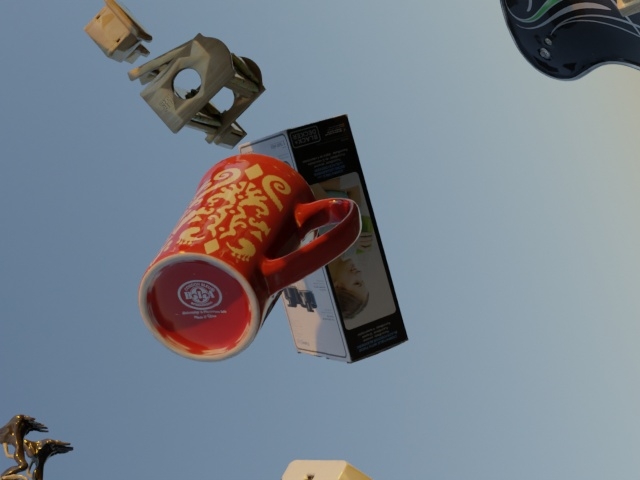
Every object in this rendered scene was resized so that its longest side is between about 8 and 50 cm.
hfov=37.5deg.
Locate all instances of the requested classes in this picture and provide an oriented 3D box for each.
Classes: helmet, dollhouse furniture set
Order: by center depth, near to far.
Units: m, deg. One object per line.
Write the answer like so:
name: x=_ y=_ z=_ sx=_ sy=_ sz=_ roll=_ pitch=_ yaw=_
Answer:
helmet: x=0.228 y=-0.198 z=0.684 sx=0.169 sy=0.161 sz=0.170 roll=-1 pitch=-89 yaw=-37
dollhouse furniture set: x=-0.145 y=-0.202 z=1.054 sx=0.161 sy=0.101 sz=0.182 roll=49 pitch=-170 yaw=9

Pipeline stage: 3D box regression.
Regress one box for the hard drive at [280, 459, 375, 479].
hard drive: x=0.115 y=0.374 z=1.170 sx=0.318 sy=0.210 sz=0.040 roll=35 pitch=-112 yaw=-9

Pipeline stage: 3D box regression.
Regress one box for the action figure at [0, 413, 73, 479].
action figure: x=-0.468 y=0.403 z=1.423 sx=0.276 sy=0.140 sz=0.164 roll=-78 pitch=-27 yaw=-43

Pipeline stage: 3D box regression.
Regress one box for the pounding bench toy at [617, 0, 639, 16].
pounding bench toy: x=0.135 y=-0.127 z=0.380 sx=0.065 sy=0.052 sz=0.083 roll=41 pitch=-132 yaw=-42

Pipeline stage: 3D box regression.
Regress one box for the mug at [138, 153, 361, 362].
mug: x=-0.059 y=0.003 z=0.734 sx=0.113 sy=0.150 sz=0.169 roll=48 pitch=-155 yaw=-11

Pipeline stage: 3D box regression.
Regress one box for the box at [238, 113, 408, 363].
box: x=0.000 y=0.000 z=1.187 sx=0.087 sy=0.169 sz=0.290 roll=-18 pitch=-85 yaw=-24
